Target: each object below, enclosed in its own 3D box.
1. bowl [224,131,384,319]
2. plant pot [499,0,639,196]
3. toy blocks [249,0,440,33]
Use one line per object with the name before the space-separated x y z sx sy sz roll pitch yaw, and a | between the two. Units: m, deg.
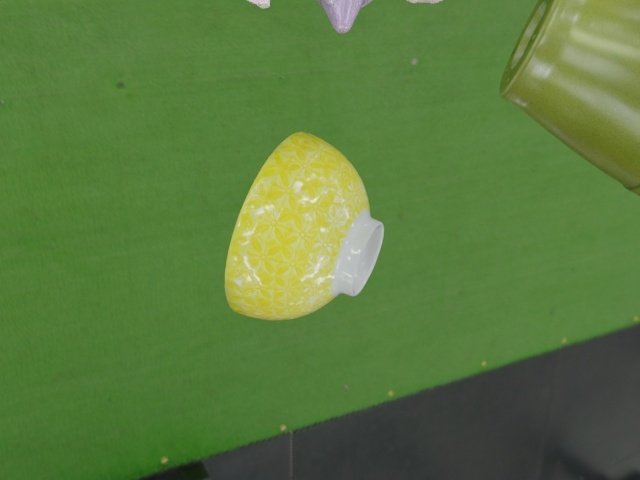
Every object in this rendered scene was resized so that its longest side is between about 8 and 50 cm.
bowl | 0.000 0.000 1.110 0.289 0.156 0.289 -58 160 -35
plant pot | 0.517 -0.287 1.313 0.353 0.366 0.366 24 100 0
toy blocks | 0.027 -0.321 0.815 0.288 0.309 0.260 9 71 -33
